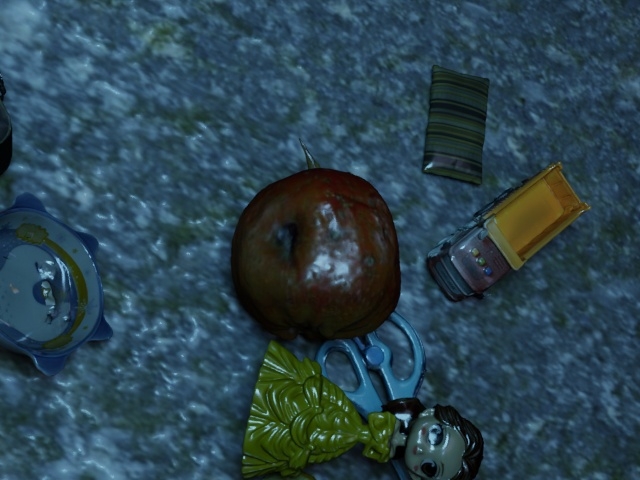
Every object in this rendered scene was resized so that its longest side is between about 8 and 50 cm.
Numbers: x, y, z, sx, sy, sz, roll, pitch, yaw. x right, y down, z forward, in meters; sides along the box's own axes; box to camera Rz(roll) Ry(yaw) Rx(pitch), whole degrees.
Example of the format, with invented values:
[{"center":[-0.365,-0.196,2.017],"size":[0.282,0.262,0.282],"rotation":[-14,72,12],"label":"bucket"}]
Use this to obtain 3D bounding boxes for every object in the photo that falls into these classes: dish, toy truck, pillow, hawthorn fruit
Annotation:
[{"center":[-0.387,0.072,1.091],"size":[0.228,0.086,0.236],"rotation":[37,41,-38],"label":"dish"},{"center":[0.307,-0.011,1.342],"size":[0.270,0.135,0.114],"rotation":[-36,92,-23],"label":"toy truck"},{"center":[0.235,-0.201,1.414],"size":[0.113,0.038,0.203],"rotation":[12,73,-13],"label":"pillow"},{"center":[0.000,0.023,1.175],"size":[0.258,0.258,0.261],"rotation":[34,49,-9],"label":"hawthorn fruit"}]

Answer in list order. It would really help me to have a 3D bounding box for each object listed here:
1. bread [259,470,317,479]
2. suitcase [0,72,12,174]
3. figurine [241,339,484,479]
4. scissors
[{"center":[-0.042,0.376,1.152],"size":[0.084,0.109,0.080],"rotation":[-16,106,-37],"label":"bread"},{"center":[-0.610,-0.138,1.012],"size":[0.434,0.194,0.283],"rotation":[-28,88,-23],"label":"suitcase"},{"center":[0.066,0.262,1.123],"size":[0.316,0.168,0.187],"rotation":[11,63,6],"label":"figurine"},{"center":[0.122,0.286,1.239],"size":[0.180,0.032,0.392],"rotation":[-19,77,-20],"label":"scissors"}]
